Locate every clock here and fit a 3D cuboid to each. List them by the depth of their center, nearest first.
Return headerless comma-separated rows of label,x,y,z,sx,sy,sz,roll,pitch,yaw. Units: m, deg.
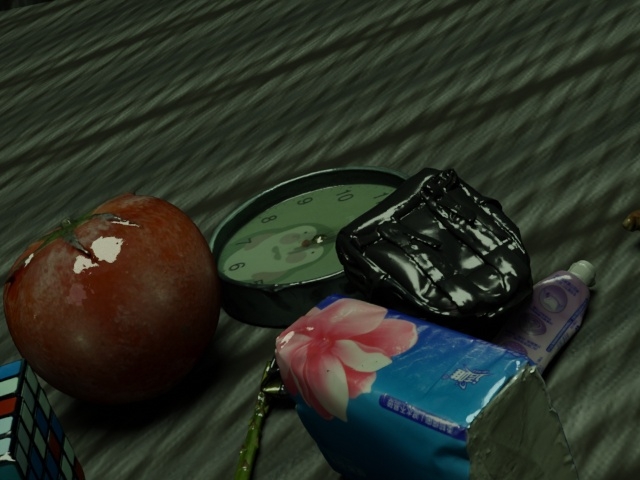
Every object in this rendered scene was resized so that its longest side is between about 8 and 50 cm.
clock,0.000,0.000,1.763,0.319,0.066,0.319,-13,29,7

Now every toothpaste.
toothpaste,0.231,0.119,1.450,0.075,0.048,0.301,18,46,31

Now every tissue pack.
tissue pack,0.099,0.182,1.256,0.270,0.209,0.137,18,54,45

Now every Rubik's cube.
Rubik's cube,-0.370,0.266,1.380,0.187,0.184,0.182,-16,29,2

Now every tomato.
tomato,-0.245,0.077,1.584,0.265,0.265,0.265,-13,29,8

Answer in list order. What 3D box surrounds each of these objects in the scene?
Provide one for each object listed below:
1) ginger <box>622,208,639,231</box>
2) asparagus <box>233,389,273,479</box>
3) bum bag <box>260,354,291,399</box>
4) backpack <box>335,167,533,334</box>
ginger,0.469,0.012,1.489,0.122,0.084,0.290,-4,19,-23
asparagus,-0.078,0.234,1.441,0.025,0.024,0.248,-4,30,11
bum bag,0.047,0.144,1.490,0.232,0.060,0.106,1,42,21
backpack,0.140,0.021,1.510,0.206,0.133,0.258,-33,44,-15
